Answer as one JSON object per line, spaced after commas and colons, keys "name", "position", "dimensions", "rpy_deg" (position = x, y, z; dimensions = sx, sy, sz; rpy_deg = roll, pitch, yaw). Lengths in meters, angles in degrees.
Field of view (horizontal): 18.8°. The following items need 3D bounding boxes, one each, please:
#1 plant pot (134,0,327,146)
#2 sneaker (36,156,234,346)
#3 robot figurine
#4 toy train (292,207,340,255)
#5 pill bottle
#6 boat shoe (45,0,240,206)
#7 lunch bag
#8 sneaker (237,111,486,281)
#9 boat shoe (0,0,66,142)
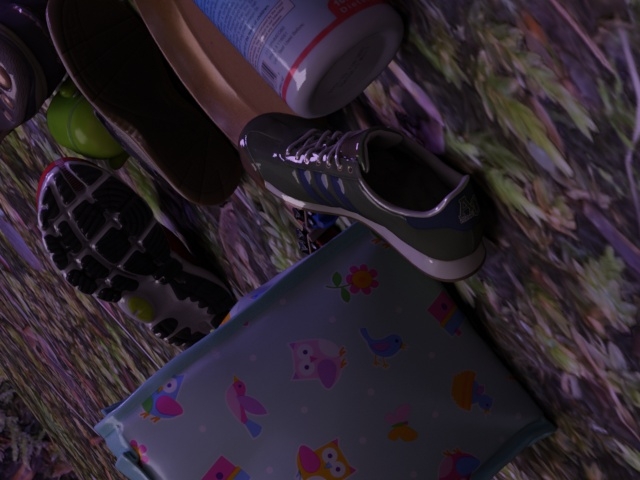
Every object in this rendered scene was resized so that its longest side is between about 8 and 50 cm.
{"name": "plant pot", "position": [-0.067, -0.147, 1.408], "dimensions": [0.236, 0.032, 0.236], "rpy_deg": [46, 162, 20]}
{"name": "sneaker", "position": [-0.199, 0.005, 1.894], "dimensions": [0.118, 0.107, 0.279], "rpy_deg": [48, 179, 45]}
{"name": "robot figurine", "position": [-0.215, -0.113, 1.820], "dimensions": [0.115, 0.067, 0.101], "rpy_deg": [23, 147, 59]}
{"name": "toy train", "position": [0.000, 0.000, 1.532], "dimensions": [0.036, 0.027, 0.158], "rpy_deg": [42, 161, 24]}
{"name": "pill bottle", "position": [-0.030, -0.158, 1.184], "dimensions": [0.160, 0.087, 0.087], "rpy_deg": [48, 163, 17]}
{"name": "boat shoe", "position": [-0.157, -0.116, 1.633], "dimensions": [0.223, 0.080, 0.073], "rpy_deg": [50, 159, -5]}
{"name": "lunch bag", "position": [-0.002, 0.140, 1.409], "dimensions": [0.223, 0.262, 0.160], "rpy_deg": [52, 164, 2]}
{"name": "sneaker", "position": [0.027, -0.051, 1.266], "dimensions": [0.192, 0.064, 0.086], "rpy_deg": [30, 151, 22]}
{"name": "boat shoe", "position": [-0.307, -0.168, 1.858], "dimensions": [0.132, 0.130, 0.355], "rpy_deg": [54, 158, -16]}
